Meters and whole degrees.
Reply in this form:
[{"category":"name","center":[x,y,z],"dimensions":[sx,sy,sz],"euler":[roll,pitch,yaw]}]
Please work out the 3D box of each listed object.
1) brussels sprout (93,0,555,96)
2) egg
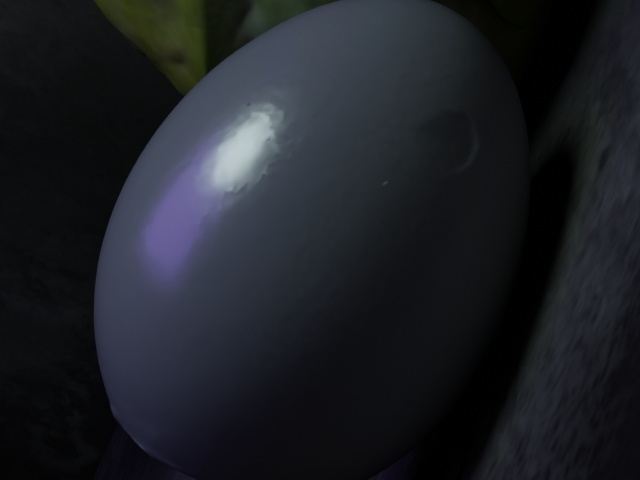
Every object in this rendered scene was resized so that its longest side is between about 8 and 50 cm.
[{"category":"brussels sprout","center":[0.016,-0.202,0.989],"dimensions":[0.268,0.344,0.344],"euler":[-12,51,52]},{"category":"egg","center":[0.000,0.000,0.834],"dimensions":[0.232,0.176,0.176],"euler":[-64,7,-5]}]
